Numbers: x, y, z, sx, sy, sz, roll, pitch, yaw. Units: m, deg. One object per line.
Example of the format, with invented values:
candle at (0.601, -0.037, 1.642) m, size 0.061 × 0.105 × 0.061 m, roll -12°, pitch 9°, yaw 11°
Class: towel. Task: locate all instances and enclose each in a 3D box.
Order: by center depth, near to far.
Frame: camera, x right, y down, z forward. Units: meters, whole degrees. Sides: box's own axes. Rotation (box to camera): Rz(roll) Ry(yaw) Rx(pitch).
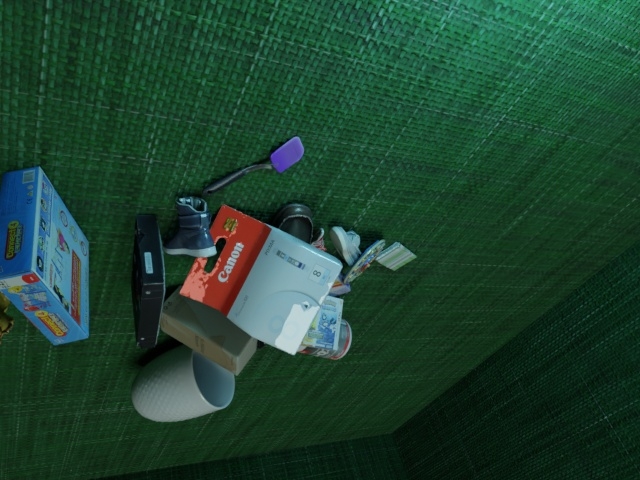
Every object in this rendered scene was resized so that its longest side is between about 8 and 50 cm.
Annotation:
towel at (0.281, 0.060, 1.972) m, size 0.113 × 0.023 × 0.152 m, roll -33°, pitch 145°, yaw 22°

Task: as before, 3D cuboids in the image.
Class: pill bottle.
pill bottle at (-0.035, 0.341, 1.954) m, size 0.283 × 0.161 × 0.161 m, roll 21°, pitch 129°, yaw -37°

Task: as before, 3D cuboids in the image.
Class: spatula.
spatula at (-0.180, -0.187, 1.406) m, size 0.296 × 0.030 × 0.084 m, roll -23°, pitch 147°, yaw 4°

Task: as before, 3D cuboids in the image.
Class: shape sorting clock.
shape sorting clock at (0.156, 0.076, 1.840) m, size 0.206 × 0.040 × 0.206 m, roll -47°, pitch 171°, yaw -10°

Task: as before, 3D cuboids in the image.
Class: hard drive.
hard drive at (-0.493, 0.124, 1.497) m, size 0.064 × 0.237 × 0.339 m, roll -1°, pitch 140°, yaw -24°

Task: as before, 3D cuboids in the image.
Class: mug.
mug at (-0.526, 0.548, 2.061) m, size 0.328 × 0.276 × 0.374 m, roll -22°, pitch 176°, yaw 17°

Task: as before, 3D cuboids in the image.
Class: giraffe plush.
giraffe plush at (-0.923, 0.208, 1.459) m, size 0.210 × 0.170 × 0.181 m, roll -13°, pitch 144°, yaw -10°

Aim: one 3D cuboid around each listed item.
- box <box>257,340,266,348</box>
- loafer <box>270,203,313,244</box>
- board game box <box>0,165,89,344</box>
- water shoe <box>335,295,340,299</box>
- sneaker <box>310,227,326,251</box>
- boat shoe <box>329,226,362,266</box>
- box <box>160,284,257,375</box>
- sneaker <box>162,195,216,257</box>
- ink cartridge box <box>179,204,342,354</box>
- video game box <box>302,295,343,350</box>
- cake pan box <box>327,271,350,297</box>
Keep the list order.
box at (-0.253, 0.217, 1.755) m, size 0.060 × 0.216 × 0.270 m, roll -36°, pitch 153°, yaw -27°
loafer at (-0.091, 0.060, 1.634) m, size 0.133 × 0.130 × 0.366 m, roll 1°, pitch 121°, yaw -20°
board game box at (-0.648, 0.041, 1.249) m, size 0.086 × 0.308 × 0.302 m, roll -13°, pitch 144°, yaw -8°
water shoe at (-0.021, 0.248, 2.053) m, size 0.203 × 0.073 × 0.080 m, roll -7°, pitch 115°, yaw -14°
sneaker at (0.000, 0.000, 1.733) m, size 0.067 × 0.042 × 0.118 m, roll 8°, pitch 145°, yaw -27°
boat shoe at (0.092, 0.006, 1.767) m, size 0.081 × 0.079 × 0.227 m, roll -38°, pitch 148°, yaw -7°
box at (-0.366, 0.294, 1.728) m, size 0.121 × 0.311 × 0.148 m, roll -53°, pitch 164°, yaw -37°
sneaker at (-0.377, -0.041, 1.468) m, size 0.226 × 0.163 × 0.086 m, roll 1°, pitch -164°, yaw 43°
ink cartridge box at (-0.174, 0.116, 1.527) m, size 0.385 × 0.091 × 0.308 m, roll 26°, pitch 99°, yaw -12°
video game box at (-0.015, 0.279, 1.841) m, size 0.205 × 0.187 × 0.048 m, roll 18°, pitch 160°, yaw -39°
cake pan box at (-0.062, 0.152, 1.864) m, size 0.267 × 0.070 × 0.246 m, roll -20°, pitch 145°, yaw 17°
